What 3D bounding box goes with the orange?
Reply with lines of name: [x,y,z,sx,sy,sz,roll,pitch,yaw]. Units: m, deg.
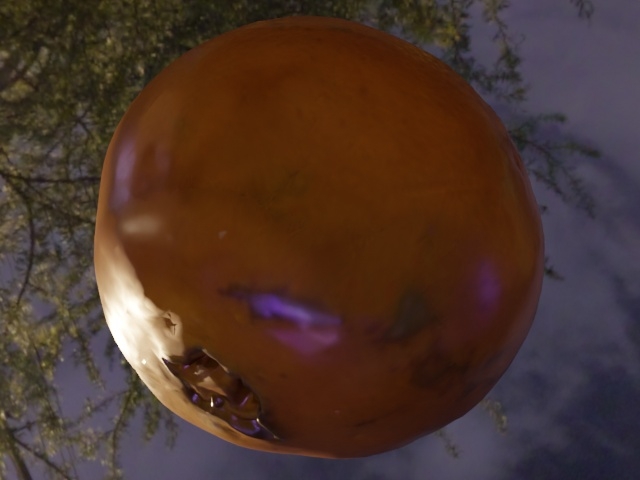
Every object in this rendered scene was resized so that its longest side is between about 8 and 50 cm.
orange: [0.000,0.000,0.485,0.311,0.312,0.312,0,-139,0]
